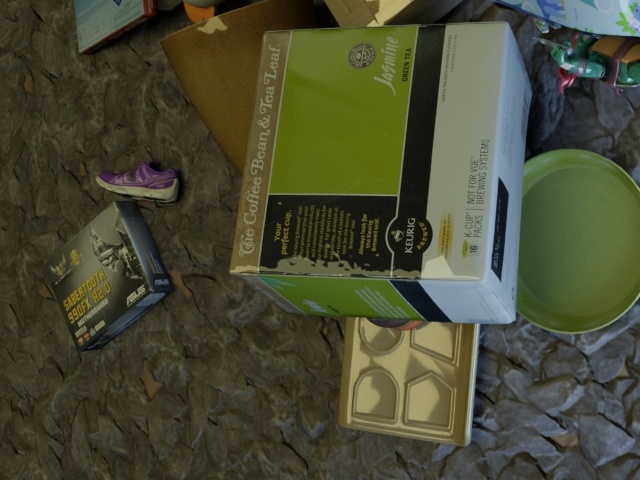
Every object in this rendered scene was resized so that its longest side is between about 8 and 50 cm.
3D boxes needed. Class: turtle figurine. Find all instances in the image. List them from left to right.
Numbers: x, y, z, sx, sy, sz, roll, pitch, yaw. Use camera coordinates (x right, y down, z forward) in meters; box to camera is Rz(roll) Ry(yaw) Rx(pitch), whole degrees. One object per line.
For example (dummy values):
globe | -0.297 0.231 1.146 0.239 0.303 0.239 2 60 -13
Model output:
turtle figurine | 0.379 -0.238 1.449 0.234 0.118 0.175 29 68 38

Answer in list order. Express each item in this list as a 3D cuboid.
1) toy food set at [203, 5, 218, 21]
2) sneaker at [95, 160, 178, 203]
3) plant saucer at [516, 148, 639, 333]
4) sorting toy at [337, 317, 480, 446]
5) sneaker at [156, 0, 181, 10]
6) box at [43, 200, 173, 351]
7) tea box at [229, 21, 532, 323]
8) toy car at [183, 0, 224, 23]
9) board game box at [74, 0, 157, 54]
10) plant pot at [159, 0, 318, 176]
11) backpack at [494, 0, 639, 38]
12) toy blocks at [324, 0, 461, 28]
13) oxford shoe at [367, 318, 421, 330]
toy food set | -0.180 -0.419 1.934 0.078 0.019 0.122 45 125 28
sneaker | -0.310 -0.105 2.030 0.170 0.068 0.071 8 81 29
plant saucer | 0.329 0.001 1.541 0.241 0.037 0.241 2 93 38
sorting toy | 0.133 0.130 1.703 0.229 0.041 0.307 4 88 35
sneaker | -0.262 -0.485 1.960 0.083 0.084 0.214 -6 79 41
box | -0.378 0.065 2.082 0.231 0.056 0.183 -36 71 33
tea box | 0.086 -0.080 1.498 0.324 0.220 0.329 3 74 18
toy car | -0.188 -0.455 1.823 0.210 0.219 0.238 41 125 29
board game box | -0.355 -0.419 2.010 0.281 0.027 0.145 -9 87 56
plant pot | -0.088 -0.213 1.757 0.237 0.237 0.254 -13 98 38
backpack | 0.294 -0.380 1.339 0.355 0.273 0.290 46 156 43
toy blocks | 0.098 -0.445 1.638 0.261 0.191 0.381 -37 70 20
oxford shoe | 0.136 -0.002 1.626 0.097 0.098 0.271 23 98 34
